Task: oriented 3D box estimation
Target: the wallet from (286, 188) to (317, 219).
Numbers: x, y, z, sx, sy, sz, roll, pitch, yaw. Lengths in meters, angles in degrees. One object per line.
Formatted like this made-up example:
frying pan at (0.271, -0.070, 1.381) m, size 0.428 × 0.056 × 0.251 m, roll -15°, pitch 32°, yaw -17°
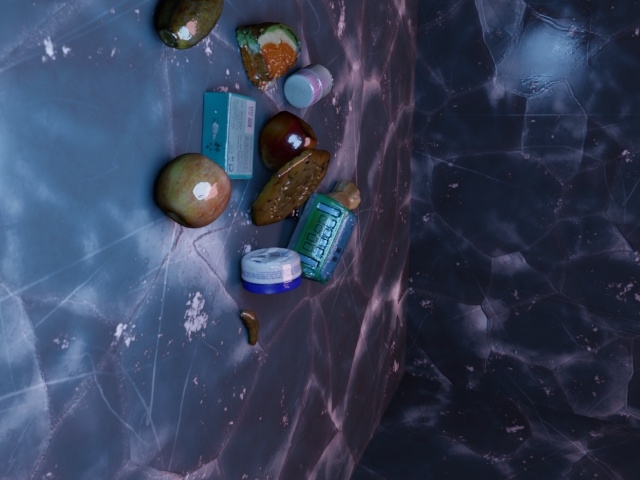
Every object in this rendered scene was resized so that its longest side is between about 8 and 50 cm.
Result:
wallet at (-0.063, -0.205, 2.108) m, size 0.262 × 0.071 × 0.221 m, roll -28°, pitch 122°, yaw -69°

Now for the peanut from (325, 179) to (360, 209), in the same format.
peanut at (0.090, -0.178, 2.363) m, size 0.313 × 0.149 × 0.149 m, roll -40°, pitch 133°, yaw -56°

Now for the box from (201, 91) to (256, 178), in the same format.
box at (-0.271, -0.308, 1.567) m, size 0.153 × 0.092 × 0.245 m, roll -13°, pitch 110°, yaw -66°

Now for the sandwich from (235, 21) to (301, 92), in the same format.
sandwich at (-0.168, -0.602, 1.699) m, size 0.292 × 0.109 × 0.212 m, roll -50°, pitch 148°, yaw -46°

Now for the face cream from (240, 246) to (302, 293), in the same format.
face cream at (-0.167, 0.096, 1.787) m, size 0.206 × 0.205 × 0.111 m, roll -35°, pitch 125°, yaw -59°

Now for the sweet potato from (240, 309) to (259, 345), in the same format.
sweet potato at (-0.244, 0.304, 1.874) m, size 0.054 × 0.053 × 0.182 m, roll -115°, pitch -166°, yaw -51°

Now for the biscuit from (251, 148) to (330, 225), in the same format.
biscuit at (-0.100, -0.178, 1.823) m, size 0.359 × 0.046 × 0.359 m, roll -41°, pitch 165°, yaw -14°

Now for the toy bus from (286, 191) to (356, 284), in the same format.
toy bus at (0.000, 0.000, 2.058) m, size 0.344 × 0.199 × 0.183 m, roll -66°, pitch 161°, yaw 0°

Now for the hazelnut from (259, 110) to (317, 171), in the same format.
hazelnut at (-0.117, -0.327, 1.805) m, size 0.208 × 0.208 × 0.208 m, roll 8°, pitch 90°, yaw -66°

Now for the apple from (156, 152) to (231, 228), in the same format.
apple at (-0.331, -0.128, 1.375) m, size 0.174 × 0.188 × 0.188 m, roll -59°, pitch 150°, yaw -20°

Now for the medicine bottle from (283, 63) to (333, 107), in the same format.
medicine bottle at (-0.044, -0.570, 1.946) m, size 0.168 × 0.135 × 0.135 m, roll -51°, pitch 141°, yaw -52°

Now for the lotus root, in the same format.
lotus root at (-0.324, -0.570, 1.323) m, size 0.123 × 0.123 × 0.241 m, roll 51°, pitch 50°, yaw -46°
